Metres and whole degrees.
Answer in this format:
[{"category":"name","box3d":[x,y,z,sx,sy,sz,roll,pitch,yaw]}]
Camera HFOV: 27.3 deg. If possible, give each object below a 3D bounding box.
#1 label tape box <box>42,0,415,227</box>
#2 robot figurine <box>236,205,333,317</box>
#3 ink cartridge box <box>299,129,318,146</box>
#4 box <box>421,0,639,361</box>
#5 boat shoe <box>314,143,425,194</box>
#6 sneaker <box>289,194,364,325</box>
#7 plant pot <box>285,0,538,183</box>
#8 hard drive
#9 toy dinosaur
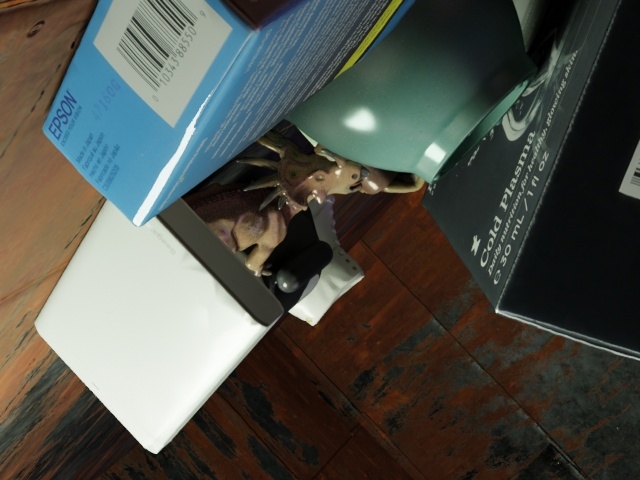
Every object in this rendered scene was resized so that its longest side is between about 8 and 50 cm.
[{"category":"label tape box","box3d":[-0.019,-0.190,0.962,0.347,0.115,0.249,-44,176,-38]},{"category":"robot figurine","box3d":[-0.106,0.037,1.807,0.278,0.173,0.209,-38,169,-51]},{"category":"ink cartridge box","box3d":[0.076,-0.226,1.754,0.235,0.056,0.171,-43,175,14]},{"category":"box","box3d":[0.368,-0.159,1.582,0.472,0.297,0.480,-107,-145,-74]},{"category":"boat shoe","box3d":[0.090,-0.112,1.788,0.123,0.123,0.342,-42,175,11]},{"category":"sneaker","box3d":[0.000,0.000,2.043,0.292,0.169,0.108,-62,-175,-32]},{"category":"plant pot","box3d":[0.112,-0.187,1.451,0.293,0.196,0.293,-45,172,-8]},{"category":"hard drive","box3d":[-0.178,0.080,1.364,0.040,0.203,0.307,-40,173,-41]},{"category":"toy dinosaur","box3d":[-0.105,-0.033,1.565,0.295,0.127,0.200,-29,162,-21]}]
